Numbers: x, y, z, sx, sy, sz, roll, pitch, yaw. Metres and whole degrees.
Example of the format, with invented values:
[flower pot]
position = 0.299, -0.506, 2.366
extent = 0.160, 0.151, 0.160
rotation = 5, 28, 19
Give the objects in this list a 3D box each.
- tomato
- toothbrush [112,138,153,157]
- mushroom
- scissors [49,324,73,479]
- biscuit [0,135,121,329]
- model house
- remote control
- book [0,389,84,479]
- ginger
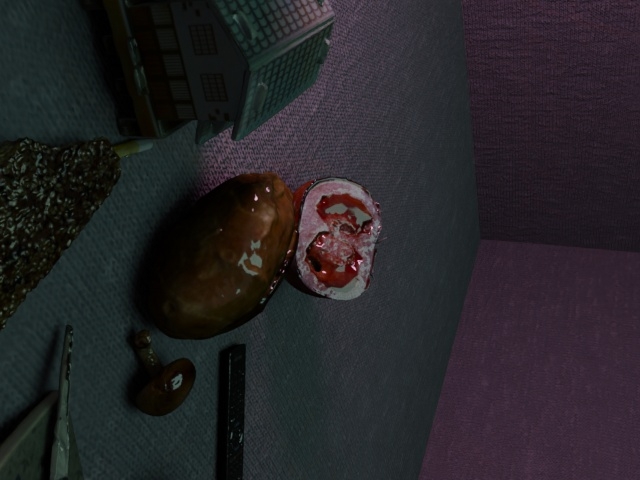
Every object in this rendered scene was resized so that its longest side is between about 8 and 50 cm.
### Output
[tomato]
position = 0.000, 0.000, 1.122
extent = 0.181, 0.155, 0.214
rotation = 25, 73, -27
[toothbrush]
position = -0.273, -0.078, 0.661
extent = 0.288, 0.021, 0.024
rotation = -34, 137, -60
[mushroom]
position = -0.206, 0.175, 0.808
extent = 0.088, 0.073, 0.129
rotation = -33, 128, -24
[scissors]
position = -0.266, 0.235, 0.641
extent = 0.109, 0.022, 0.299
rotation = 87, 2, -73
[biscuit]
position = -0.280, -0.030, 0.606
extent = 0.236, 0.026, 0.131
rotation = -61, 156, -30
[model house]
position = -0.122, -0.231, 0.731
extent = 0.224, 0.215, 0.198
rotation = -52, 138, -51
[remote control]
position = -0.144, 0.292, 1.027
extent = 0.063, 0.025, 0.245
rotation = -9, 103, -67
[book]
position = -0.287, 0.386, 0.626
extent = 0.269, 0.032, 0.388
rotation = -78, 165, -69
[ginger]
position = -0.111, 0.003, 0.872
extent = 0.165, 0.172, 0.321
rotation = 45, 43, -11
